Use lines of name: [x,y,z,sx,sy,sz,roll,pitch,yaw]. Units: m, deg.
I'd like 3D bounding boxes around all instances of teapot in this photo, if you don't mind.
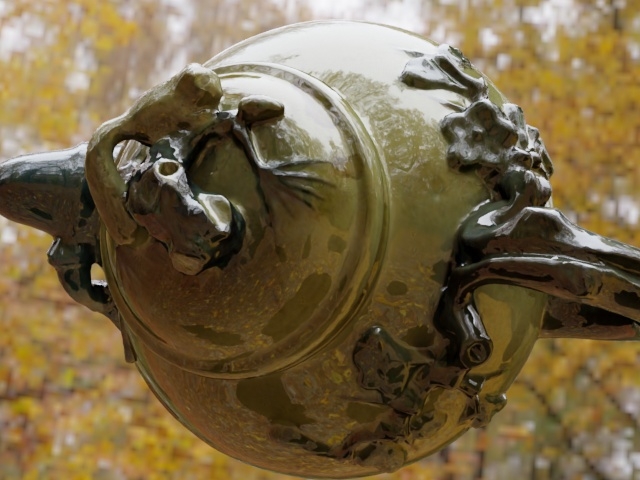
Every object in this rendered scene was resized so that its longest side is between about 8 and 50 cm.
teapot: [0.000,0.000,0.702,0.269,0.173,0.182,10,-4,31]
